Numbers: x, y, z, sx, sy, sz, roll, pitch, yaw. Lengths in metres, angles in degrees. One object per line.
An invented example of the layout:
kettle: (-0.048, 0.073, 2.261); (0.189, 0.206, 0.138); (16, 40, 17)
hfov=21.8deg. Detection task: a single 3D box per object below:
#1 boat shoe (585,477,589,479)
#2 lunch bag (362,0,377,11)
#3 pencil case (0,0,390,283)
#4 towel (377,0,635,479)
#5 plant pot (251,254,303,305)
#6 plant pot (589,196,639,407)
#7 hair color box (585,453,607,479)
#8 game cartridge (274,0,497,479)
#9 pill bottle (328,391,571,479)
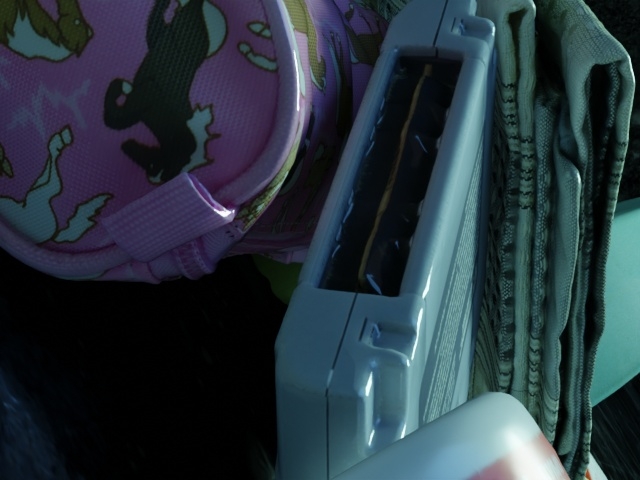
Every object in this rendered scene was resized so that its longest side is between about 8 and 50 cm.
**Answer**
boat shoe: (0.103, 0.149, 1.067); (0.089, 0.104, 0.285); (42, 8, -44)
lunch bag: (0.051, -0.073, 1.258); (0.287, 0.169, 0.235); (50, 12, -20)
pencil case: (-0.050, -0.066, 0.783); (0.167, 0.160, 0.386); (27, 6, 10)
towel: (0.083, -0.038, 0.954); (0.324, 0.056, 0.312); (-117, -157, -55)
plant pot: (0.000, 0.000, 1.035); (0.083, 0.079, 0.083); (56, 9, -14)
plant pot: (0.248, 0.064, 1.611); (0.165, 0.234, 0.166); (58, 9, -2)
hair color box: (0.266, 0.254, 1.676); (0.072, 0.043, 0.141); (56, 9, -13)
game cartridge: (0.033, 0.046, 0.720); (0.297, 0.062, 0.198); (-70, 167, -53)
pill bottle: (0.057, 0.200, 0.463); (0.283, 0.161, 0.161); (59, 10, 7)
